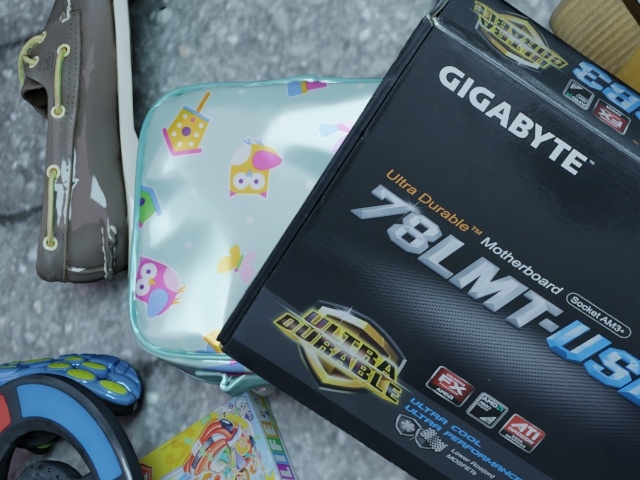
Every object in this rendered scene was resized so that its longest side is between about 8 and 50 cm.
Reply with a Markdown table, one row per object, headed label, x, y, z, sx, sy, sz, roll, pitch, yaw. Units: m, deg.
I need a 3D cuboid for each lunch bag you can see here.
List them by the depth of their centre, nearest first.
| label | x | y | z | sx | sy | sz | roll | pitch | yaw |
| --- | --- | --- | --- | --- | --- | --- | --- | --- | --- |
| lunch bag | 0.000 | 0.000 | 1.162 | 0.279 | 0.108 | 0.224 | -1 | 80 | 14 |

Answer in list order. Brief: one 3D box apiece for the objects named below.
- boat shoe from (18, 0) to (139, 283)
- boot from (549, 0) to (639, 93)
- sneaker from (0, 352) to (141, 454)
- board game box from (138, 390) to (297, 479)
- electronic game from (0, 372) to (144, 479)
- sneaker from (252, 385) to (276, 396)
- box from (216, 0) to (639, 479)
| label | x | y | z | sx | sy | sz | roll | pitch | yaw |
| --- | --- | --- | --- | --- | --- | --- | --- | --- | --- |
| boat shoe | -0.201 | -0.121 | 1.356 | 0.097 | 0.116 | 0.324 | -6 | 75 | -9 |
| boot | 0.287 | -0.130 | 0.956 | 0.295 | 0.104 | 0.211 | -42 | 64 | 27 |
| sneaker | -0.222 | 0.138 | 1.364 | 0.188 | 0.067 | 0.078 | -8 | 96 | 32 |
| board game box | -0.090 | 0.198 | 1.271 | 0.154 | 0.026 | 0.103 | -35 | 62 | 23 |
| electronic game | -0.213 | 0.218 | 1.282 | 0.229 | 0.048 | 0.229 | 3 | 95 | 42 |
| sneaker | -0.082 | 0.046 | 1.277 | 0.190 | 0.071 | 0.083 | 48 | 113 | 33 |
| box | 0.124 | 0.038 | 0.977 | 0.295 | 0.073 | 0.293 | 34 | 131 | -1 |
